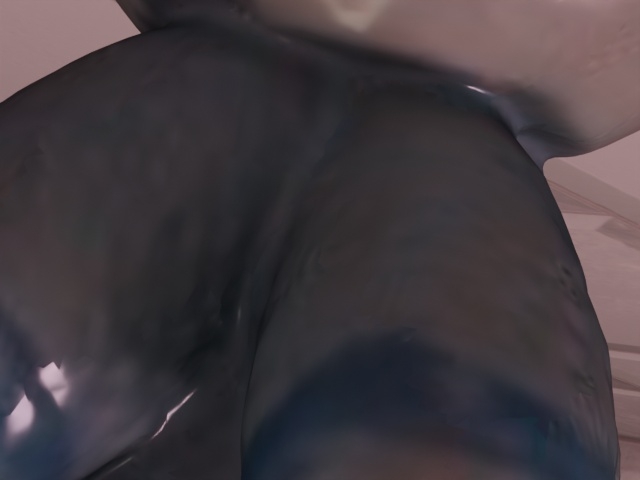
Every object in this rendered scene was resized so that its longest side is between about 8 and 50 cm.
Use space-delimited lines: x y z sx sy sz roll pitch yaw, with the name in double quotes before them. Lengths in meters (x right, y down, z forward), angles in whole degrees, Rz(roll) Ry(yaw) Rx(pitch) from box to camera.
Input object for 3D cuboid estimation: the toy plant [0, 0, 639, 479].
"toy plant" 0.000 0.000 0.493 0.247 0.332 0.247 15 173 2
